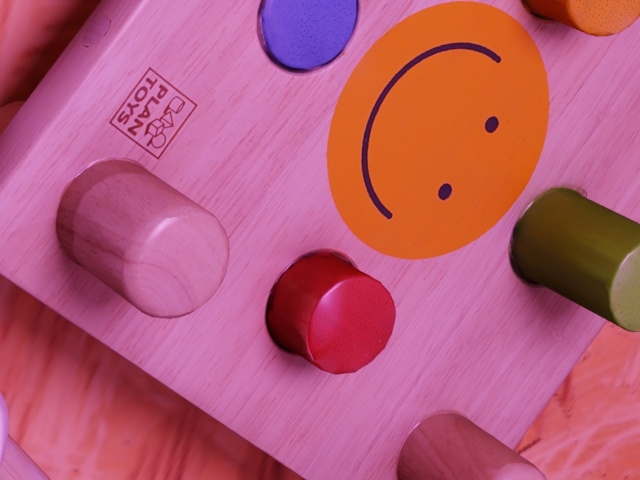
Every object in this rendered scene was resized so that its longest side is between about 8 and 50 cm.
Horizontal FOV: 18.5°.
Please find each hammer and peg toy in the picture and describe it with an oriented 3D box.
[{"bbox_3d":[0.000,0.000,0.683,0.266,0.127,0.361,40,86,-38],"label":"hammer and peg toy"}]

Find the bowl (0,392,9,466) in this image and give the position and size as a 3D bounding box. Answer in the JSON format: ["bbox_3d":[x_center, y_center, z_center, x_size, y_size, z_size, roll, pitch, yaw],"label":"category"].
[{"bbox_3d":[-0.173,0.075,0.618,0.142,0.053,0.142,25,101,2],"label":"bowl"}]
